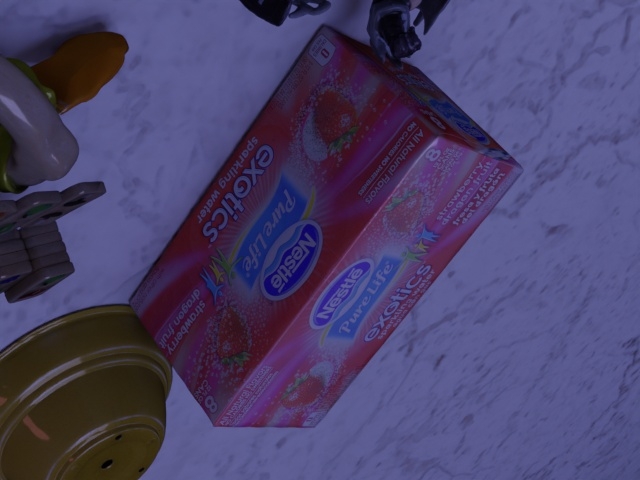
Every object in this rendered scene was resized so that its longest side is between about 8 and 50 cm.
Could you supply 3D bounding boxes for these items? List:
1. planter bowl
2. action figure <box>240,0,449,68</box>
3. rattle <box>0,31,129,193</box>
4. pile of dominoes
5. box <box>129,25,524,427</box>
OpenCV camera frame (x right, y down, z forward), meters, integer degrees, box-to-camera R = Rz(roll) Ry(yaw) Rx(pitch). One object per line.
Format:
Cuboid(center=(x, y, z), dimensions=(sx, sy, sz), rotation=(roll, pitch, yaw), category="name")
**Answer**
Cuboid(center=(-0.203, 0.166, 0.965), dimensions=(0.217, 0.090, 0.217), rotation=(-27, 145, -21), category="planter bowl")
Cuboid(center=(0.054, -0.209, 0.777), dimensions=(0.285, 0.099, 0.185), rotation=(-11, 129, -46), category="action figure")
Cuboid(center=(-0.205, -0.131, 0.629), dimensions=(0.200, 0.130, 0.143), rotation=(46, 74, -29), category="rattle")
Cuboid(center=(-0.266, 0.034, 0.673), dimensions=(0.251, 0.040, 0.196), rotation=(-17, 173, -45), category="pile of dominoes")
Cuboid(center=(0.000, 0.000, 0.919), dimensions=(0.142, 0.154, 0.300), rotation=(11, 122, -52), category="box")
